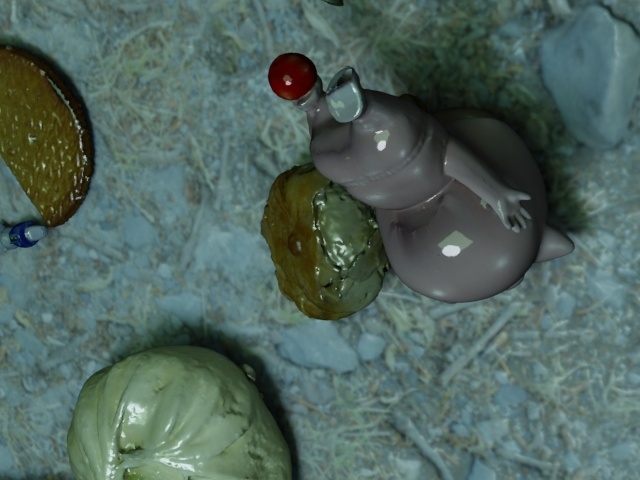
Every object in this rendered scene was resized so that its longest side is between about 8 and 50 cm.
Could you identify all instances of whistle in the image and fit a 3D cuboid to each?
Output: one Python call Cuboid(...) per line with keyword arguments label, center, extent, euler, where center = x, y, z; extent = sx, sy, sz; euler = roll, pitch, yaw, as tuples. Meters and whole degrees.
Cuboid(label="whistle", center=(-0.320, -0.007, 1.678), extent=(0.083, 0.029, 0.033), euler=(-8, 104, 43))

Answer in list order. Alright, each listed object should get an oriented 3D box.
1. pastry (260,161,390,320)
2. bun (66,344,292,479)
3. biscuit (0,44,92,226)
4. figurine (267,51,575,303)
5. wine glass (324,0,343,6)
Cuboid(label="pastry", center=(0.003, -0.001, 1.455), extent=(0.153, 0.081, 0.153), euler=(47, 147, 44))
Cuboid(label="bun", center=(-0.157, 0.229, 1.588), extent=(0.259, 0.160, 0.259), euler=(11, 112, 29))
Cuboid(label="biscuit", center=(-0.297, -0.122, 1.632), extent=(0.126, 0.025, 0.206), euler=(-33, 90, 33))
Cuboid(label="figurine", center=(0.090, -0.069, 1.337), extent=(0.287, 0.186, 0.176), euler=(36, 137, -26))
Cuboid(label="wine glass", center=(0.020, -0.254, 1.407), extent=(0.083, 0.039, 0.042), euler=(-63, 32, 26))
